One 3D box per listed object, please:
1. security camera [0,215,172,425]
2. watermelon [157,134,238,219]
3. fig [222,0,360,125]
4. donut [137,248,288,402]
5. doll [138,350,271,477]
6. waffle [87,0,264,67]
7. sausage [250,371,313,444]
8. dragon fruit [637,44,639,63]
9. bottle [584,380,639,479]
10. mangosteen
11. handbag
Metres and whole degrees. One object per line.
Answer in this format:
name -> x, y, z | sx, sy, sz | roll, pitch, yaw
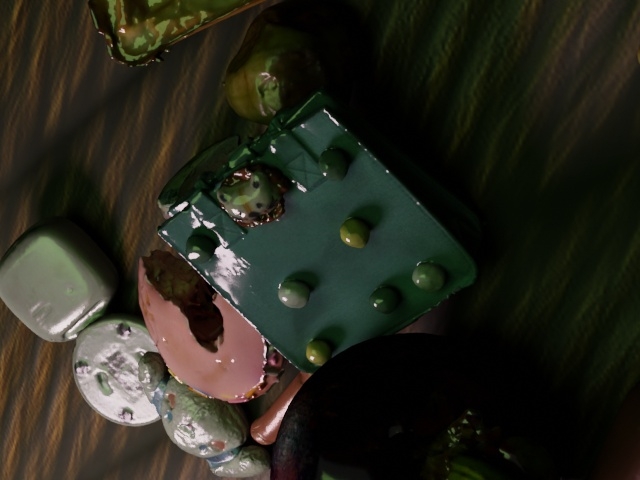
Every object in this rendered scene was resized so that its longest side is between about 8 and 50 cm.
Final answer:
security camera -> -0.294, 0.108, 1.996 | 0.157, 0.080, 0.301 | -41, 91, 25
watermelon -> -0.115, -0.053, 1.815 | 0.098, 0.158, 0.121 | -27, 44, 55
fig -> -0.034, -0.176, 1.638 | 0.165, 0.144, 0.154 | -27, 79, 48
donut -> -0.116, 0.097, 1.833 | 0.232, 0.085, 0.199 | 0, 112, 42
doll -> -0.150, 0.223, 1.923 | 0.214, 0.071, 0.103 | 43, 131, 0
waffle -> -0.108, -0.374, 1.573 | 0.348, 0.077, 0.304 | -22, 95, 12
sausage -> -0.037, 0.197, 1.850 | 0.042, 0.036, 0.158 | 25, 129, -12
dragon fruit -> 0.369, -0.144, 1.342 | 0.208, 0.150, 0.133 | 48, 178, -17
bottle -> 0.343, 0.232, 1.500 | 0.144, 0.144, 0.336 | 33, 122, 24
mangosteen -> 0.100, 0.244, 1.562 | 0.306, 0.306, 0.359 | 60, 173, 4
handbag -> 0.001, 0.004, 1.614 | 0.268, 0.100, 0.274 | -32, 117, 33
